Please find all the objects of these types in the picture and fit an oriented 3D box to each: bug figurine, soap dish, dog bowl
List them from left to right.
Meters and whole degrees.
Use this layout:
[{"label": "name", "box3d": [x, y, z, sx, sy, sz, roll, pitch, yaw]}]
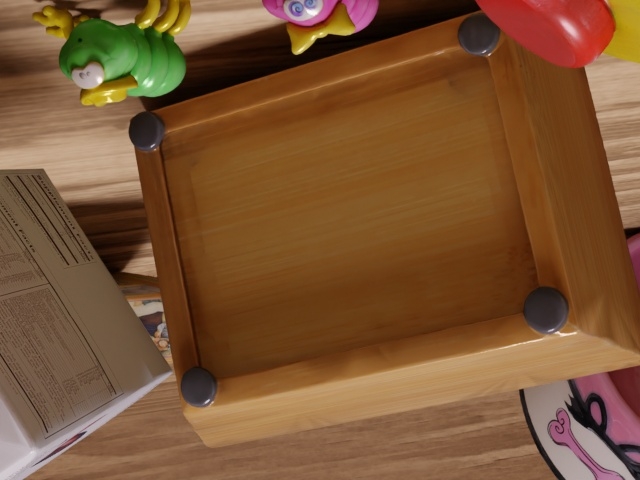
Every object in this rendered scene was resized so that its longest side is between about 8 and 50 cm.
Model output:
[{"label": "bug figurine", "box3d": [-0.073, -0.104, 0.524, 0.279, 0.072, 0.216, -16, 179, 26]}, {"label": "soap dish", "box3d": [0.027, -0.010, 0.713, 0.290, 0.229, 0.118, -14, 171, 20]}, {"label": "dog bowl", "box3d": [0.451, 0.156, 1.396, 0.407, 0.408, 0.150, -6, 148, -13]}]

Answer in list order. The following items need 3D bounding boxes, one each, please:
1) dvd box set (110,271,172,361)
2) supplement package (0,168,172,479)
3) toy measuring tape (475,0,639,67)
[{"label": "dvd box set", "box3d": [-0.337, 0.075, 1.018, 0.420, 0.062, 0.307, -3, -177, -24]}, {"label": "supplement package", "box3d": [-0.217, 0.075, 0.612, 0.194, 0.149, 0.203, -34, 178, 11]}, {"label": "toy measuring tape", "box3d": [0.141, -0.118, 0.446, 0.121, 0.121, 0.330, -3, -163, -22]}]
